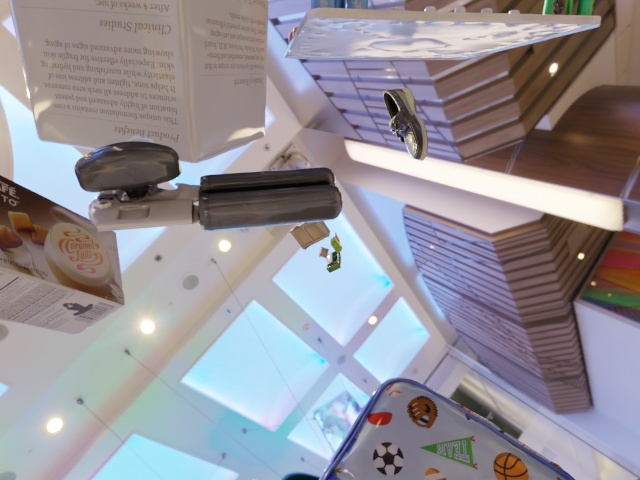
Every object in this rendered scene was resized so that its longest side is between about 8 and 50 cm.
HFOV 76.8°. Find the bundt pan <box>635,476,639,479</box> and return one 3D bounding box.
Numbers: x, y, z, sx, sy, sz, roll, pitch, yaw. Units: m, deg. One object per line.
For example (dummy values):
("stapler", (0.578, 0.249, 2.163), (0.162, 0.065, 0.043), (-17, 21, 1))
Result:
("bundt pan", (0.344, 0.291, 0.244), (0.331, 0.331, 0.124), (-41, -51, -17))

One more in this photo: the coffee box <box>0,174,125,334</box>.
("coffee box", (-0.388, 0.016, 0.515), (0.098, 0.141, 0.246), (-31, -32, 8))

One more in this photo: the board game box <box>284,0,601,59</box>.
("board game box", (0.147, -0.347, 0.666), (0.390, 0.390, 0.050), (-4, -72, -9))

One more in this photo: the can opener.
("can opener", (-0.116, -0.062, 0.453), (0.283, 0.076, 0.095), (-6, -46, -10))

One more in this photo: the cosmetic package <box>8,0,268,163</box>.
("cosmetic package", (-0.307, -0.386, 0.757), (0.327, 0.329, 0.394), (-57, -25, -62))

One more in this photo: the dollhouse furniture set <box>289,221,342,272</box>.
("dollhouse furniture set", (0.000, 0.000, 0.932), (0.076, 0.058, 0.152), (-28, -61, 17))

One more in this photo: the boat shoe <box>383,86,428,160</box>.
("boat shoe", (0.206, -0.289, 1.001), (0.073, 0.224, 0.080), (-5, -27, -9))

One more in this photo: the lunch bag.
("lunch bag", (0.152, 0.332, 0.472), (0.243, 0.303, 0.115), (-45, -30, -33))
